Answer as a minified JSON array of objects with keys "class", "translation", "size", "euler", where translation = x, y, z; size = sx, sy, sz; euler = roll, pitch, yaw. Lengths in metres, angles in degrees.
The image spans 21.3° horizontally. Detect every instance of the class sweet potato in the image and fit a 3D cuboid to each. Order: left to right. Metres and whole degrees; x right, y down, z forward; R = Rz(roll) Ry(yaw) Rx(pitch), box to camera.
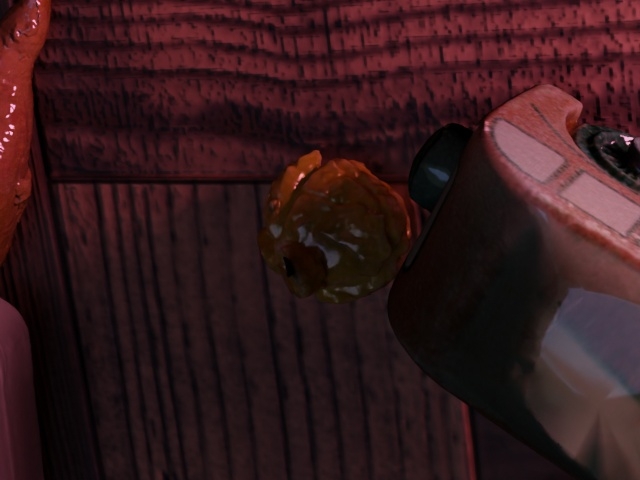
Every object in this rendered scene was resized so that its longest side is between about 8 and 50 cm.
[{"class":"sweet potato","translation":[-0.193,-0.053,0.975],"size":[0.068,0.068,0.226],"euler":[27,118,14]}]

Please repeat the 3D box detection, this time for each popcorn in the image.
[{"class":"popcorn","translation":[0.000,0.000,0.893],"size":[0.084,0.084,0.084],"euler":[9,113,23]}]

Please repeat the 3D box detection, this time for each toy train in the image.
[{"class":"toy train","translation":[0.170,0.054,0.787],"size":[0.326,0.159,0.129],"euler":[34,118,12]}]

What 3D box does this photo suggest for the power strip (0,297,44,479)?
[{"class":"power strip","translation":[-0.302,0.123,1.072],"size":[0.261,0.141,0.229],"euler":[7,121,12]}]
